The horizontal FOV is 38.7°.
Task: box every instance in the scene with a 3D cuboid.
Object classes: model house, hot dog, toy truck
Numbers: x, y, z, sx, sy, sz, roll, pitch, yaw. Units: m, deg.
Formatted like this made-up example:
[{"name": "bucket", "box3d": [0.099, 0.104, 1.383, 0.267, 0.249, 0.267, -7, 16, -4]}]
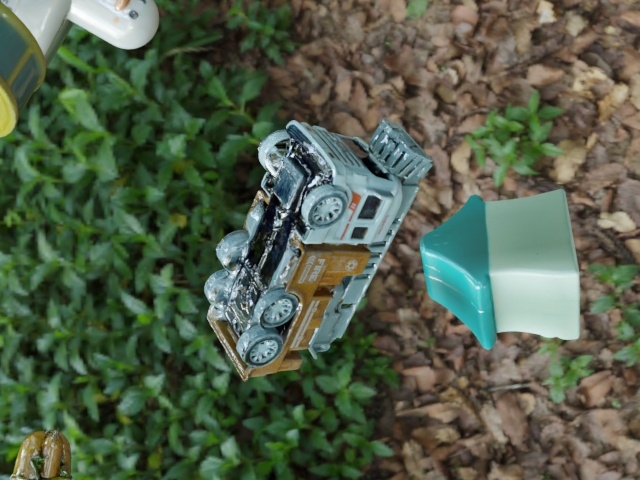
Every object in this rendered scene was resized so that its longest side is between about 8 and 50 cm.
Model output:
[{"name": "model house", "box3d": [0.177, 0.028, 0.903, 0.149, 0.100, 0.127, -4, 44, 10]}, {"name": "hot dog", "box3d": [-0.428, 0.407, 1.385, 0.072, 0.109, 0.269, 18, 102, 40]}, {"name": "toy truck", "box3d": [0.000, 0.000, 1.086, 0.133, 0.184, 0.338, 52, 127, 41]}]

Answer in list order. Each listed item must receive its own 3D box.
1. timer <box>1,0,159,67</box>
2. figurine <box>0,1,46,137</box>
[{"name": "timer", "box3d": [-0.325, -0.289, 1.112, 0.233, 0.240, 0.233, -53, 17, 25]}, {"name": "figurine", "box3d": [-0.181, -0.193, 0.485, 0.161, 0.158, 0.275, -6, 54, 48]}]
